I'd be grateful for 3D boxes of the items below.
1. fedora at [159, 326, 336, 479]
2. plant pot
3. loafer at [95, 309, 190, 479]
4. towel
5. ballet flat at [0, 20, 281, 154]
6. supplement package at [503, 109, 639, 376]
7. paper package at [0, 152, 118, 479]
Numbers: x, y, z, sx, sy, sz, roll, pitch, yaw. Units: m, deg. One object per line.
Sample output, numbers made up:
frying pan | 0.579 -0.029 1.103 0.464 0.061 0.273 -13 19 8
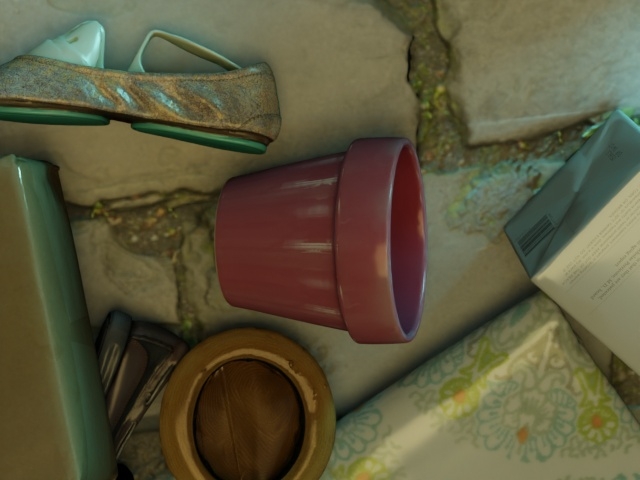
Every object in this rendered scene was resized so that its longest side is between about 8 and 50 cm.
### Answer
fedora | -0.076 0.186 1.621 0.194 0.079 0.194 0 88 -6
plant pot | 0.000 0.000 1.528 0.180 0.201 0.201 0 108 14
loafer | -0.221 0.223 1.625 0.095 0.109 0.303 17 103 -12
towel | 0.204 0.279 1.671 0.320 0.090 0.374 -35 106 5
ballet flat | -0.193 -0.154 1.521 0.316 0.107 0.106 7 87 -10
supplement package | 0.354 0.044 1.555 0.293 0.177 0.175 40 101 -13
paper package | -0.376 0.112 1.495 0.309 0.168 0.325 -13 85 4
